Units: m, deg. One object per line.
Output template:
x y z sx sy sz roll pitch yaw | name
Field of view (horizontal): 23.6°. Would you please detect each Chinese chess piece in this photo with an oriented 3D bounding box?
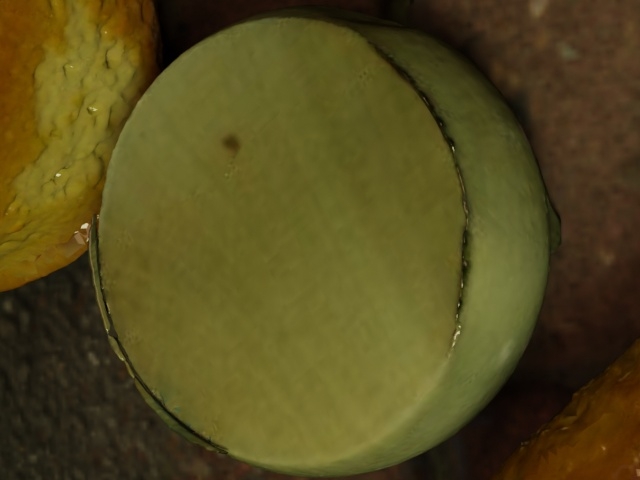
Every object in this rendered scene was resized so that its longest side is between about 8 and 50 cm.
0.000 0.000 0.615 0.188 0.083 0.188 1 92 31 | Chinese chess piece

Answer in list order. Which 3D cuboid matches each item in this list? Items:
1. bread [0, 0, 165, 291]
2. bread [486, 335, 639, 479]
-0.194 -0.104 0.674 0.268 0.146 0.268 0 90 23 | bread
0.208 0.048 0.489 0.185 0.109 0.380 45 107 20 | bread
